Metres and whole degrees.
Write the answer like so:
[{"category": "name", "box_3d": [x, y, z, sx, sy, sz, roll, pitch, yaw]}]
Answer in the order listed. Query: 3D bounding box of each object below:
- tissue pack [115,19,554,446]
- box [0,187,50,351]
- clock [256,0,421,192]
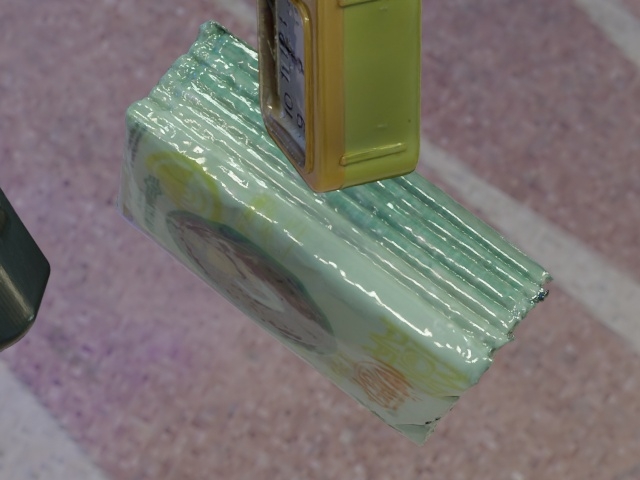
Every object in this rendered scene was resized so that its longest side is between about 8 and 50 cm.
[{"category": "tissue pack", "box_3d": [0.000, 0.000, 1.838, 0.388, 0.287, 0.162, 37, 73, 4]}, {"category": "box", "box_3d": [-0.291, 0.051, 1.391, 0.090, 0.201, 0.144, 56, 9, -18]}, {"category": "clock", "box_3d": [0.011, -0.150, 1.483, 0.096, 0.202, 0.143, -14, 32, -19]}]
